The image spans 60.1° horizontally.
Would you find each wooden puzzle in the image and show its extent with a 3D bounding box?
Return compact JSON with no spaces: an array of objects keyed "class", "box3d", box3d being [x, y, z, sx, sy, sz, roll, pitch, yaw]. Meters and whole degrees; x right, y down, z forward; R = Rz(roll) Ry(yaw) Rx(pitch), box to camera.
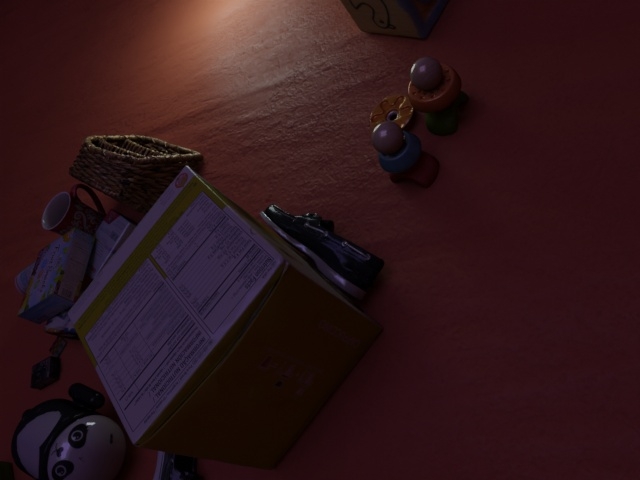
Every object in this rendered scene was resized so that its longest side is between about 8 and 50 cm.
[{"class":"wooden puzzle","box3d":[-0.709,0.287,1.495,0.049,0.006,0.083,25,82,40]}]

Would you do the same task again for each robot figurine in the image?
[{"class":"robot figurine","box3d":[-0.549,0.442,1.194,0.278,0.173,0.209,5,111,36]}]

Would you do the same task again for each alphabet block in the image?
[{"class":"alphabet block","box3d":[0.167,-0.593,1.232,0.197,0.192,0.194,25,81,41]}]

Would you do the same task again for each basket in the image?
[{"class":"basket","box3d":[-0.510,-0.212,1.481,0.299,0.213,0.223,24,82,40]}]

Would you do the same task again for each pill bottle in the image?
[{"class":"pill bottle","box3d":[-0.800,0.095,1.603,0.160,0.087,0.087,-32,53,17]}]

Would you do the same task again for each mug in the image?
[{"class":"mug","box3d":[-0.646,-0.061,1.525,0.113,0.169,0.150,31,85,41]}]

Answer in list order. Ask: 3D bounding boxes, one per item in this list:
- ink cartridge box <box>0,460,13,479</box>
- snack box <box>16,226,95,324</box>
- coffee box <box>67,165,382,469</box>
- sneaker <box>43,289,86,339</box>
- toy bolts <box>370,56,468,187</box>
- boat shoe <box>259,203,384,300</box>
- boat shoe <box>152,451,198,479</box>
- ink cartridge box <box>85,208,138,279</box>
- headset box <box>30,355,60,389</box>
[{"class":"ink cartridge box","box3d":[-0.855,0.689,1.329,0.255,0.097,0.189,-44,51,7]},{"class":"snack box","box3d":[-0.683,0.091,1.434,0.174,0.070,0.207,-25,48,29]},{"class":"coffee box","box3d":[-0.161,0.144,0.976,0.338,0.337,0.334,-51,50,0]},{"class":"sneaker","box3d":[-0.591,0.183,1.400,0.296,0.112,0.131,-1,66,33]},{"class":"toy bolts","box3d":[0.152,-0.235,1.075,0.218,0.158,0.229,8,72,37]},{"class":"boat shoe","box3d":[0.000,0.000,1.097,0.302,0.114,0.091,38,91,29]},{"class":"boat shoe","box3d":[-0.269,0.455,1.067,0.076,0.080,0.229,-24,48,24]},{"class":"ink cartridge box","box3d":[-0.559,0.020,1.486,0.127,0.072,0.175,27,84,41]},{"class":"headset box","box3d":[-0.722,0.347,1.456,0.083,0.032,0.062,-29,53,21]}]
